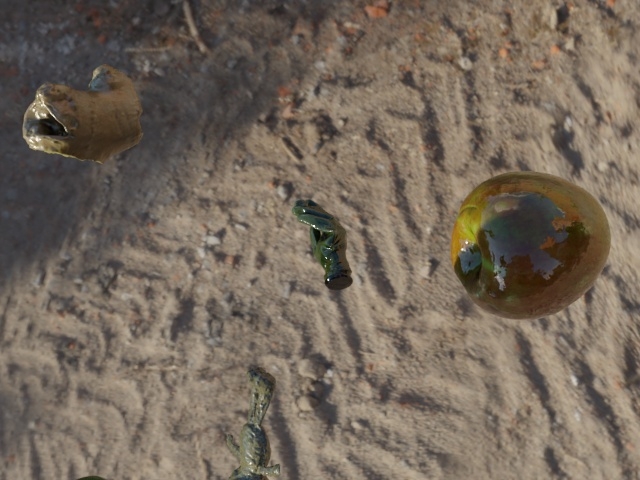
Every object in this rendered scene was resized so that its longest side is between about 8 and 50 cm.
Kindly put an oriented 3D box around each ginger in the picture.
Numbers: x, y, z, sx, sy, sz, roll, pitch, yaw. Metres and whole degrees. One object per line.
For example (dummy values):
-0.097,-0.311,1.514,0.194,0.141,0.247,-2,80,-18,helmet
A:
-0.483,-0.263,1.566,0.130,0.276,0.221,27,93,28,ginger

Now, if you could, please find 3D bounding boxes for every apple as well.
0.343,0.007,1.228,0.227,0.246,0.246,-7,66,-10,apple

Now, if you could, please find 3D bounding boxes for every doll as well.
-0.131,0.419,1.541,0.203,0.091,0.285,42,116,33,doll

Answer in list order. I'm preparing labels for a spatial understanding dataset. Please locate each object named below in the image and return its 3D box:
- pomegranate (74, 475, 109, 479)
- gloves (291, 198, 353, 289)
-0.336,0.417,1.139,0.122,0.161,0.122,-7,74,25,pomegranate
0.014,0.001,1.875,0.107,0.135,0.268,-15,60,-22,gloves
